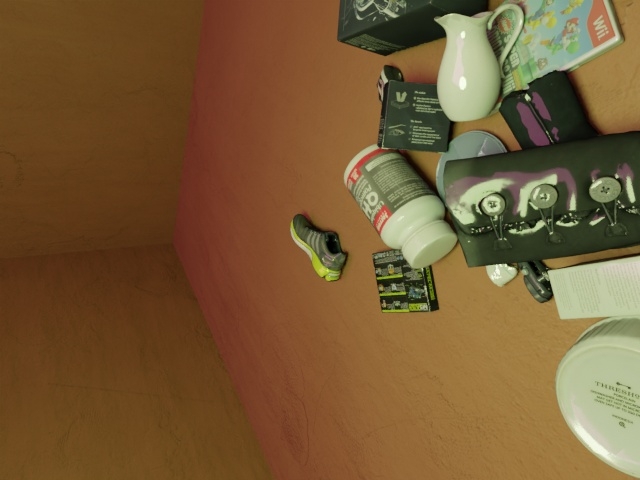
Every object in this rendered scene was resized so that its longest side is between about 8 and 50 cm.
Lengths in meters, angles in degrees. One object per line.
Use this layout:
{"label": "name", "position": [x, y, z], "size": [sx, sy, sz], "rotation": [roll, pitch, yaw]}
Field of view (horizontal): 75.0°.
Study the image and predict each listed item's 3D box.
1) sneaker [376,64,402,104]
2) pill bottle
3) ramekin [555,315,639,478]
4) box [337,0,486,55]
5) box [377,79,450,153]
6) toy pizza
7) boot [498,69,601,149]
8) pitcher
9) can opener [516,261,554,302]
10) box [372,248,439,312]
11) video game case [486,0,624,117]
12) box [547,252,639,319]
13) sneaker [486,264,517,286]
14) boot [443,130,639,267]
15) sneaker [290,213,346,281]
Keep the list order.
{"label": "sneaker", "position": [0.200, -0.387, 1.148], "size": [0.077, 0.072, 0.178], "rotation": [134, 131, -62]}
{"label": "pill bottle", "position": [0.205, -0.089, 1.075], "size": [0.318, 0.177, 0.176], "rotation": [60, 139, 31]}
{"label": "ramekin", "position": [0.534, 0.265, 0.696], "size": [0.273, 0.127, 0.272], "rotation": [14, 107, 54]}
{"label": "box", "position": [0.210, -0.650, 0.959], "size": [0.313, 0.179, 0.342], "rotation": [14, 102, 53]}
{"label": "box", "position": [0.228, -0.298, 1.012], "size": [0.093, 0.156, 0.158], "rotation": [-89, 4, -74]}
{"label": "toy pizza", "position": [0.356, -0.153, 0.974], "size": [0.201, 0.032, 0.201], "rotation": [10, 102, 55]}
{"label": "boot", "position": [0.411, -0.185, 0.829], "size": [0.246, 0.094, 0.207], "rotation": [-39, 67, 43]}
{"label": "pitcher", "position": [0.329, -0.365, 0.861], "size": [0.125, 0.178, 0.206], "rotation": [-96, -6, -64]}
{"label": "can opener", "position": [0.429, 0.041, 0.875], "size": [0.073, 0.059, 0.186], "rotation": [-50, 55, 47]}
{"label": "box", "position": [0.235, 0.112, 1.182], "size": [0.191, 0.045, 0.183], "rotation": [-16, 84, 54]}
{"label": "video game case", "position": [0.422, -0.407, 0.844], "size": [0.285, 0.025, 0.203], "rotation": [-24, 76, 54]}
{"label": "box", "position": [0.508, 0.073, 0.701], "size": [0.171, 0.130, 0.090], "rotation": [-22, 76, 54]}
{"label": "sneaker", "position": [0.388, 0.027, 0.946], "size": [0.061, 0.054, 0.152], "rotation": [-47, 63, 37]}
{"label": "boot", "position": [0.421, -0.153, 0.679], "size": [0.446, 0.146, 0.366], "rotation": [-8, 94, 43]}
{"label": "sneaker", "position": [0.000, 0.000, 1.472], "size": [0.300, 0.111, 0.121], "rotation": [52, 125, 30]}
